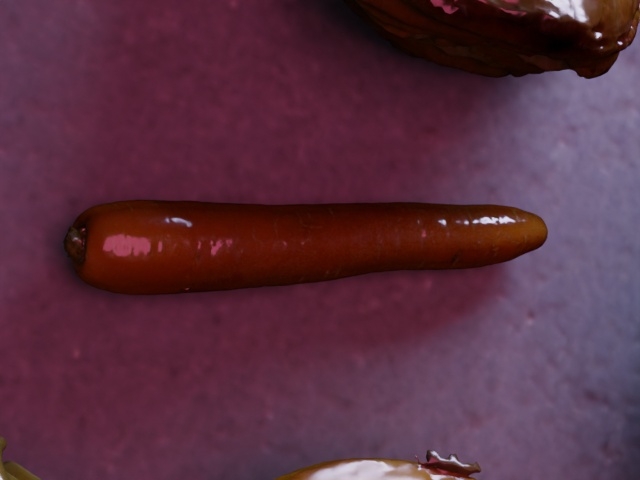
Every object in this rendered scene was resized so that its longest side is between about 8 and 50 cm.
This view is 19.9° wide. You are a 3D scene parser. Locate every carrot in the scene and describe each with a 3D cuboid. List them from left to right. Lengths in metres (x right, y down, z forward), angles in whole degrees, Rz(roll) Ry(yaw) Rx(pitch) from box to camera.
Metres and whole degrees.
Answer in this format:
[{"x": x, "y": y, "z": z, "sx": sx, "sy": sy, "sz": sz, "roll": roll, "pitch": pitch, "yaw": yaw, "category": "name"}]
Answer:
[{"x": 0.000, "y": 0.000, "z": 0.846, "sx": 0.247, "sy": 0.043, "sz": 0.043, "roll": -2, "pitch": 86, "yaw": -25, "category": "carrot"}]

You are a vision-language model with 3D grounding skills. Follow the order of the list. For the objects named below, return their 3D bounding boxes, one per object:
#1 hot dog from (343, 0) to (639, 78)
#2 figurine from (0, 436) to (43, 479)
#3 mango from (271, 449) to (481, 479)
[{"x": 0.086, "y": -0.210, "z": 0.861, "sx": 0.196, "sy": 0.122, "sz": 0.272, "roll": 10, "pitch": 77, "yaw": -24, "category": "hot dog"}, {"x": -0.187, "y": 0.189, "z": 0.692, "sx": 0.274, "sy": 0.133, "sz": 0.194, "roll": -46, "pitch": 107, "yaw": -23, "category": "figurine"}, {"x": 0.066, "y": 0.206, "z": 0.807, "sx": 0.257, "sy": 0.138, "sz": 0.187, "roll": 22, "pitch": 59, "yaw": -24, "category": "mango"}]
